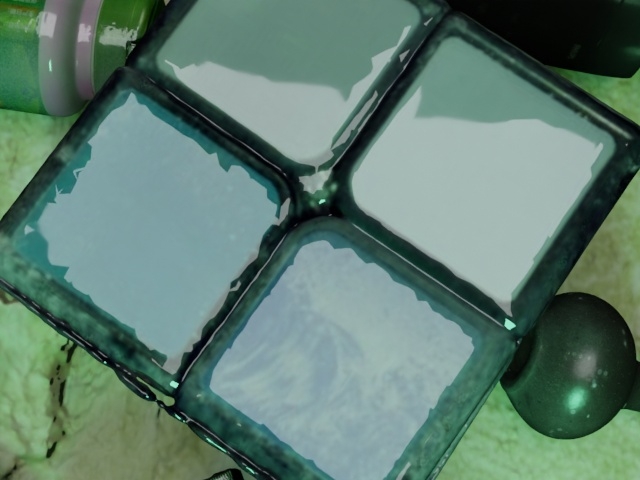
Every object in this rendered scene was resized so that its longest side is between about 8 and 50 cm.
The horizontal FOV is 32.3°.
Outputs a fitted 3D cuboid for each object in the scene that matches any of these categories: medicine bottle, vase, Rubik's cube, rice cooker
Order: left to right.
[{"bbox_3d":[-0.273,-0.178,0.941,0.274,0.133,0.133,7,79,2],"label":"medicine bottle"},{"bbox_3d":[0.000,0.000,0.815,0.316,0.313,0.318,36,82,7],"label":"Rubik's cube"},{"bbox_3d":[0.198,-0.274,0.907,0.224,0.267,0.267,21,79,7],"label":"rice cooker"},{"bbox_3d":[0.241,0.114,0.900,0.183,0.120,0.120,19,79,-11],"label":"vase"}]

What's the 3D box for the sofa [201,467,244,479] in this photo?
[{"bbox_3d":[-0.074,0.212,0.870,0.039,0.118,0.060,-19,80,-5],"label":"sofa"}]
